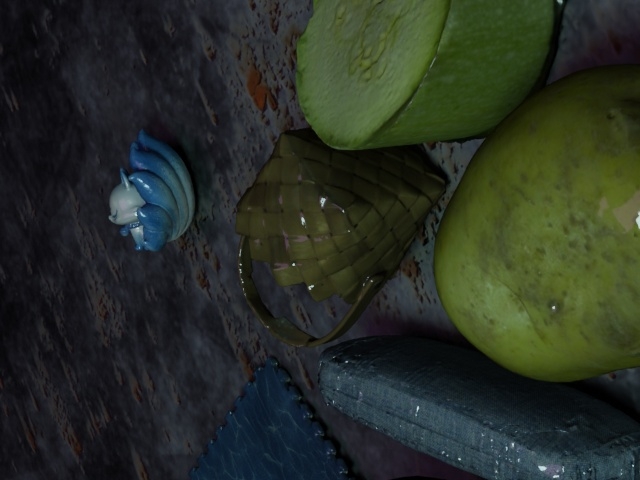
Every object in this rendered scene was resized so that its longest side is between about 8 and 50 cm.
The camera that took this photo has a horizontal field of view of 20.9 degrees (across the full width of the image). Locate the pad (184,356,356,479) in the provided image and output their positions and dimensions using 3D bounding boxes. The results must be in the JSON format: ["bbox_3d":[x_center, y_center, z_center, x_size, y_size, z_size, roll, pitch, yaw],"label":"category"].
[{"bbox_3d":[-0.037,0.281,1.520,0.269,0.012,0.269,53,129,30],"label":"pad"}]

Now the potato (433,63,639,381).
[{"bbox_3d":[0.180,-0.008,1.108,0.197,0.149,0.228,59,138,38],"label":"potato"}]

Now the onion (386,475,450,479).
[{"bbox_3d":[0.084,0.325,1.197,0.260,0.337,0.281,27,104,30],"label":"onion"}]

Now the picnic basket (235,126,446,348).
[{"bbox_3d":[0.000,0.000,1.327,0.128,0.138,0.178,46,127,29],"label":"picnic basket"}]

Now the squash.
[{"bbox_3d":[0.055,-0.171,1.230,0.220,0.133,0.220,14,108,51],"label":"squash"}]

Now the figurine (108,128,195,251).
[{"bbox_3d":[-0.153,-0.046,1.538,0.079,0.114,0.114,-12,90,5],"label":"figurine"}]

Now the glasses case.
[{"bbox_3d":[0.113,0.123,1.258,0.282,0.109,0.067,20,114,44],"label":"glasses case"}]
